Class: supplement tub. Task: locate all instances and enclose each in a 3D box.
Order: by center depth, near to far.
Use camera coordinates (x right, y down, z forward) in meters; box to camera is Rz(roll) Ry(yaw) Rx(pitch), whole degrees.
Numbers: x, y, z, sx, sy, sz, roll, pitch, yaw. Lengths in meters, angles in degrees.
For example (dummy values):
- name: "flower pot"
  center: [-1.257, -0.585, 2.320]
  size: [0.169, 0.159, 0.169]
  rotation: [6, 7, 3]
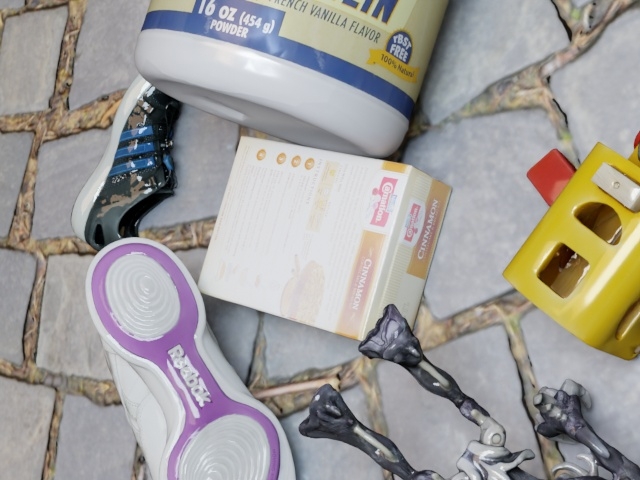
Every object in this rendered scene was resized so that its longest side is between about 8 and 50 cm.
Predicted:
- name: "supplement tub"
  center: [0.002, -0.245, 0.913]
  size: [0.228, 0.228, 0.316]
  rotation: [17, 88, 39]

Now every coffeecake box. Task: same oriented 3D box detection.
- name: "coffeecake box"
  center: [0.000, 0.000, 0.948]
  size: [0.185, 0.068, 0.142]
  rotation: [14, 86, 39]

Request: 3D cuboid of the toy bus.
- name: "toy bus"
  center: [0.216, -0.020, 0.768]
  size: [0.191, 0.104, 0.202]
  rotation: [-14, 69, 33]

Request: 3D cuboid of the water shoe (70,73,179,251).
- name: "water shoe"
  center: [-0.167, -0.077, 1.109]
  size: [0.080, 0.073, 0.203]
  rotation: [30, 101, 17]

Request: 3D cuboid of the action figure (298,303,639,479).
- name: "action figure"
  center: [0.131, 0.161, 0.767]
  size: [0.275, 0.141, 0.164]
  rotation: [36, 92, 11]

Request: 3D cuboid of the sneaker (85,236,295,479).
- name: "sneaker"
  center: [-0.107, 0.147, 0.979]
  size: [0.114, 0.152, 0.305]
  rotation: [-20, 80, -12]
